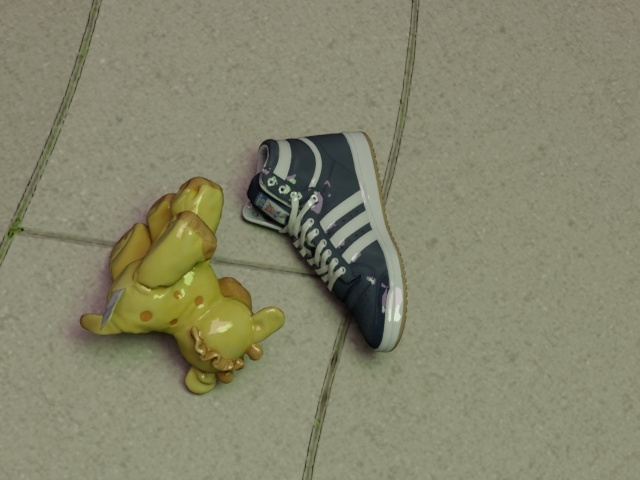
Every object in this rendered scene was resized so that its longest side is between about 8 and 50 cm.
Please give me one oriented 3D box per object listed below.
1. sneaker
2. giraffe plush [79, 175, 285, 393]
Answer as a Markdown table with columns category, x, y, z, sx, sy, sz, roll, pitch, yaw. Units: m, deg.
| category | x | y | z | sx | sy | sz | roll | pitch | yaw |
| --- | --- | --- | --- | --- | --- | --- | --- | --- | --- |
| sneaker | 0.000 | 0.000 | 1.533 | 0.153 | 0.099 | 0.282 | 0 | 60 | -20 |
| giraffe plush | -0.133 | 0.064 | 1.449 | 0.170 | 0.181 | 0.210 | 39 | 49 | -20 |
